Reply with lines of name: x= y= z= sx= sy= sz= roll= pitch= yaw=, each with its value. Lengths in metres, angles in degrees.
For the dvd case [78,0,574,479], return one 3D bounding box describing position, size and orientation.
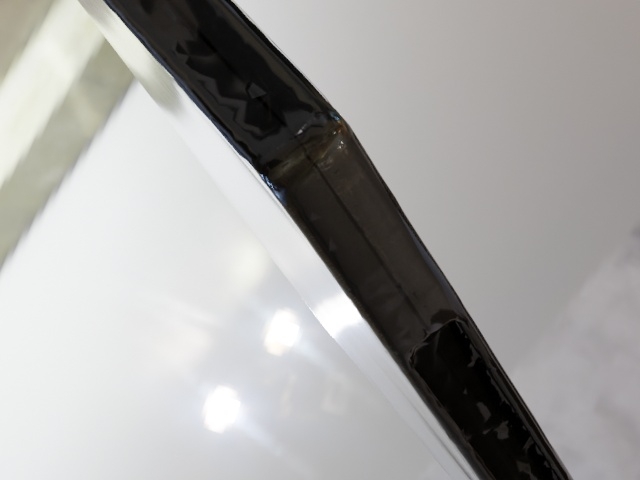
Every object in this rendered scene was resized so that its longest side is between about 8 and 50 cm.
dvd case: x=0.000 y=0.000 z=0.484 sx=0.022 sy=0.253 sz=0.180 roll=-38 pitch=-131 yaw=-3
